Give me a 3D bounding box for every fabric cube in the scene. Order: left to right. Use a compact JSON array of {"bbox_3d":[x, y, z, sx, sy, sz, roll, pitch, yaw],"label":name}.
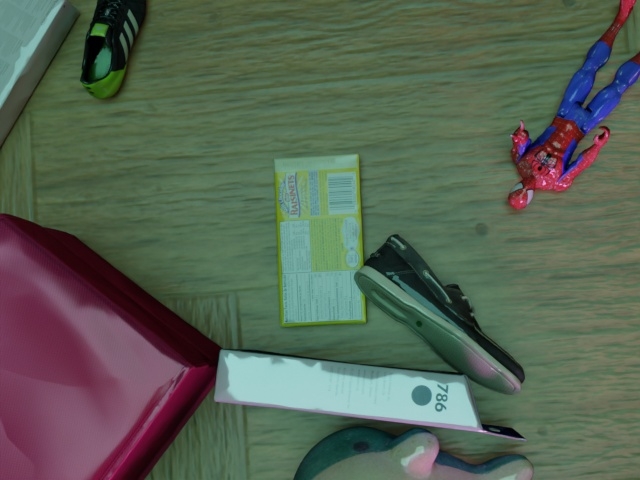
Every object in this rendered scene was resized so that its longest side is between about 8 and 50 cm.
[{"bbox_3d":[-0.288,0.156,1.097,0.258,0.259,0.254,37,88,7],"label":"fabric cube"}]

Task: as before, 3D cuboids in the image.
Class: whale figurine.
[{"bbox_3d":[0.097,0.280,1.120,0.272,0.141,0.216,-6,124,-13],"label":"whale figurine"}]

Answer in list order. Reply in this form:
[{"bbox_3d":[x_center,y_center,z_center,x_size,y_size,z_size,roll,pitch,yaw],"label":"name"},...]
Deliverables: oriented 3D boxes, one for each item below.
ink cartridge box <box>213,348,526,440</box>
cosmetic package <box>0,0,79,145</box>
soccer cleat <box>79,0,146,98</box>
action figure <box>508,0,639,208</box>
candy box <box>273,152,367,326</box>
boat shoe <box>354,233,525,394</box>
[{"bbox_3d":[0.059,0.168,1.109,0.333,0.165,0.065,7,83,5],"label":"ink cartridge box"},{"bbox_3d":[-0.408,-0.213,1.241,0.099,0.060,0.239,31,89,9],"label":"cosmetic package"},{"bbox_3d":[-0.257,-0.264,1.224,0.060,0.072,0.179,10,86,6],"label":"soccer cleat"},{"bbox_3d":[0.301,-0.157,1.131,0.091,0.139,0.280,35,92,9],"label":"action figure"},{"bbox_3d":[0.000,0.000,1.198,0.105,0.027,0.206,-3,84,8],"label":"candy box"},{"bbox_3d":[0.151,0.087,1.151,0.233,0.084,0.079,40,65,3],"label":"boat shoe"}]
